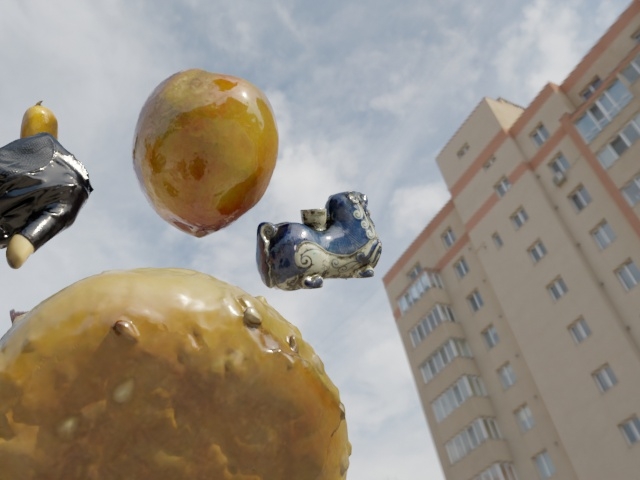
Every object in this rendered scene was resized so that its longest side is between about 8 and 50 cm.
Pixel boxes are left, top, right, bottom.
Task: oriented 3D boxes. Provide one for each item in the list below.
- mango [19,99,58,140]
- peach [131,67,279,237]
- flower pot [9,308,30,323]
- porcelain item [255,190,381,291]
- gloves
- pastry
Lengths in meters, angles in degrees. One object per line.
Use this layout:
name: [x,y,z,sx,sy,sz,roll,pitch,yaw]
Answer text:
mango: [-0.635,-0.221,1.443,0.066,0.101,0.188,8,-86,3]
peach: [-0.227,-0.171,1.274,0.307,0.333,0.308,11,-4,1]
flower pot: [-0.445,0.152,1.045,0.089,0.111,0.111,-16,-37,-24]
porcelain item: [0.000,0.000,1.281,0.288,0.186,0.138,-8,1,-32]
gloves: [-0.484,-0.057,0.994,0.197,0.301,0.152,44,-71,0]
pastry: [-0.128,0.165,0.524,0.284,0.184,0.316,-44,-69,-9]
